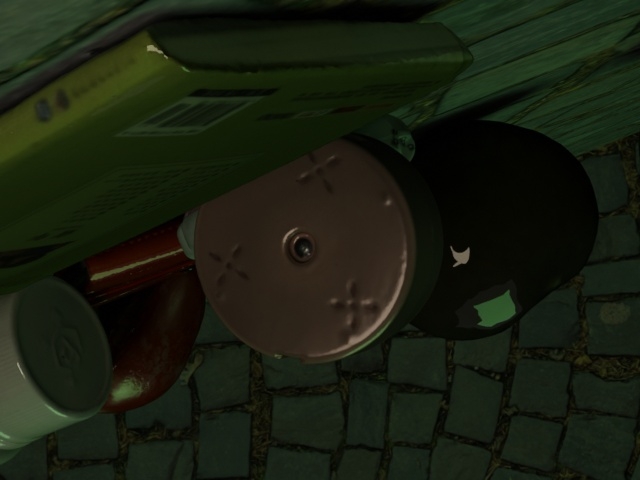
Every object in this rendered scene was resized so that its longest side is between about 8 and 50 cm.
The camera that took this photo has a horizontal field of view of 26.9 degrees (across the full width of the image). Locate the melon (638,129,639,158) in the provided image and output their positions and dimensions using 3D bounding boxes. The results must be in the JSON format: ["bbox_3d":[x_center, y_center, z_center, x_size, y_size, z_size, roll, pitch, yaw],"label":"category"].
[{"bbox_3d":[0.427,-0.086,1.174,0.268,0.269,0.330,-21,-178,-17],"label":"melon"}]

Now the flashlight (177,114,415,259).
[{"bbox_3d":[-0.021,-0.040,0.978,0.200,0.048,0.093,-26,174,29],"label":"flashlight"}]

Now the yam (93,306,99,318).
[{"bbox_3d":[-0.269,0.088,1.241,0.078,0.078,0.179,-19,175,-43],"label":"yam"}]

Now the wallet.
[{"bbox_3d":[-0.114,0.005,1.111,0.204,0.045,0.142,-20,177,-23],"label":"wallet"}]

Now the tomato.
[{"bbox_3d":[-0.165,0.094,1.231,0.166,0.082,0.174,-24,-145,51],"label":"tomato"}]

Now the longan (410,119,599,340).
[{"bbox_3d":[0.142,-0.015,1.205,0.212,0.198,0.198,-34,175,10],"label":"longan"}]

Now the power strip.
[{"bbox_3d":[0.000,0.000,0.863,0.154,0.154,0.078,-23,174,19],"label":"power strip"}]

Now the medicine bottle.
[{"bbox_3d":[-0.286,0.119,1.036,0.236,0.139,0.139,-21,178,24],"label":"medicine bottle"}]

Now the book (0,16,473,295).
[{"bbox_3d":[-0.123,-0.024,0.638,0.352,0.035,0.239,-23,175,32],"label":"book"}]
